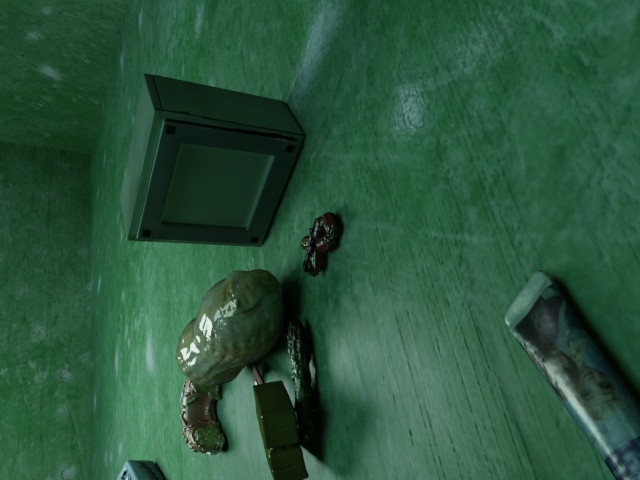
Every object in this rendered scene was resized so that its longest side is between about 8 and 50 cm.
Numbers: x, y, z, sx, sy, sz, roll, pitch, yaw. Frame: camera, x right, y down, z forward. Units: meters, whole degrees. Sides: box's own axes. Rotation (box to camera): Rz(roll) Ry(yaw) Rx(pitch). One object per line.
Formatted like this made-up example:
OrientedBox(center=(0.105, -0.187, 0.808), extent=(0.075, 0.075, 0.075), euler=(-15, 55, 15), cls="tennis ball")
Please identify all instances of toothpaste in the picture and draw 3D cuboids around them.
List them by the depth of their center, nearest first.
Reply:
OrientedBox(center=(0.191, 0.113, 0.376), extent=(0.216, 0.037, 0.062), euler=(-111, 36, -45), cls="toothpaste")

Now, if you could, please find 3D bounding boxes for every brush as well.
OrientedBox(center=(-0.072, 0.243, 0.798), extent=(0.233, 0.047, 0.103), euler=(-148, 47, -73), cls="brush")

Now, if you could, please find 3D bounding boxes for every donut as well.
OrientedBox(center=(-0.234, 0.335, 1.068), extent=(0.117, 0.065, 0.166), euler=(-47, 46, 47), cls="donut")

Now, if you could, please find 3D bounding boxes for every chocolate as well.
OrientedBox(center=(-0.144, 0.147, 0.874), extent=(0.309, 0.134, 0.134), euler=(-50, 45, 47), cls="chocolate")

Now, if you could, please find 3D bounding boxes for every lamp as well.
OrientedBox(center=(0.000, 0.000, 0.736), extent=(0.083, 0.031, 0.063), euler=(-52, 44, 38), cls="lamp")

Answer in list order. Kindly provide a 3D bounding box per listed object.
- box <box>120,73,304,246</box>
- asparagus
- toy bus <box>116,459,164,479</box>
OrientedBox(center=(-0.173, -0.111, 0.859), extent=(0.225, 0.224, 0.117), euler=(-65, 35, 33), cls="box")
OrientedBox(center=(-0.024, 0.184, 0.748), extent=(0.030, 0.036, 0.165), euler=(-23, 63, 36), cls="asparagus")
OrientedBox(center=(-0.409, 0.642, 1.304), extent=(0.329, 0.108, 0.136), euler=(6, 80, 60), cls="toy bus")
